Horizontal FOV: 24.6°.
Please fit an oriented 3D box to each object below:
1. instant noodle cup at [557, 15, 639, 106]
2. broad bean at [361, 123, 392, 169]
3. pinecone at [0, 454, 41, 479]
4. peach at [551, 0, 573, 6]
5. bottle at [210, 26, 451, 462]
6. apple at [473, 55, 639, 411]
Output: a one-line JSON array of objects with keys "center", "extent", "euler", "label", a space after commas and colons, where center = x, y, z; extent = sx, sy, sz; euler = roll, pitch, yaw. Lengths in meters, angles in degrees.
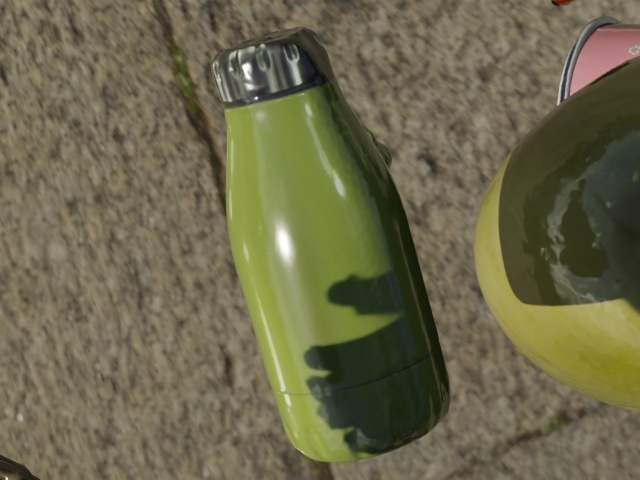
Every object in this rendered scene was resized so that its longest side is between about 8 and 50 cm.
[{"center": [0.395, -0.115, 1.445], "extent": [0.244, 0.255, 0.244], "euler": [0, 91, -54], "label": "instant noodle cup"}, {"center": [0.028, -0.083, 1.393], "extent": [0.083, 0.045, 0.063], "euler": [32, 117, 11], "label": "broad bean"}, {"center": [-0.139, 0.196, 0.562], "extent": [0.243, 0.243, 0.257], "euler": [15, 127, -25], "label": "pinecone"}, {"center": [0.233, -0.279, 1.422], "extent": [0.061, 0.098, 0.098], "euler": [-28, 125, 28], "label": "peach"}, {"center": [0.000, 0.000, 0.910], "extent": [0.112, 0.112, 0.260], "euler": [-18, 102, -12], "label": "bottle"}, {"center": [0.271, -0.002, 1.185], "extent": [0.292, 0.292, 0.254], "euler": [-39, 77, 0], "label": "apple"}]
